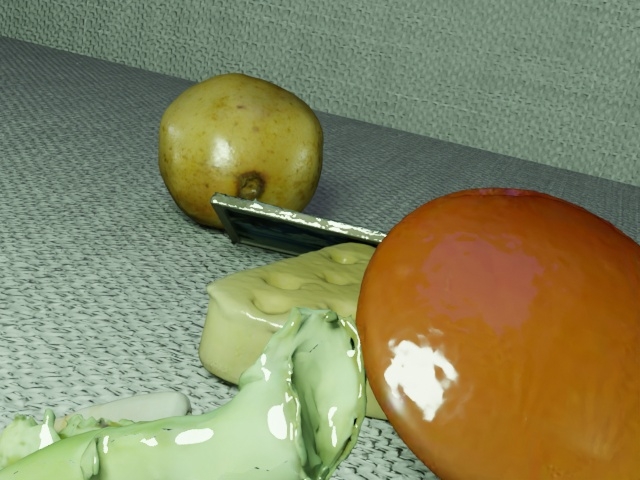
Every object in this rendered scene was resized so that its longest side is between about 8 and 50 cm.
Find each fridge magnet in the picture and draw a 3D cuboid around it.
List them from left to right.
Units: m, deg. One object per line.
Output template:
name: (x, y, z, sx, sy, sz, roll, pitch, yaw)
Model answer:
fridge magnet: (0.209, 0.105, 0.919, 0.363, 0.155, 0.363, 7, 57, -11)

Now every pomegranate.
pomegranate: (-0.137, -0.144, 1.576, 0.307, 0.307, 0.307, 10, 17, -3)

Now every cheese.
cheese: (0.024, 0.109, 1.110, 0.384, 0.104, 0.384, 11, 16, -3)

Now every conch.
conch: (-0.174, 0.175, 0.796, 0.176, 0.094, 0.104, 8, 56, 5)

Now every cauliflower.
cauliflower: (-0.096, 0.195, 0.492, 0.327, 0.281, 0.260, 22, 45, -18)

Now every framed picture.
framed picture: (0.000, 0.000, 1.407, 0.315, 0.024, 0.232, 14, -13, 7)
